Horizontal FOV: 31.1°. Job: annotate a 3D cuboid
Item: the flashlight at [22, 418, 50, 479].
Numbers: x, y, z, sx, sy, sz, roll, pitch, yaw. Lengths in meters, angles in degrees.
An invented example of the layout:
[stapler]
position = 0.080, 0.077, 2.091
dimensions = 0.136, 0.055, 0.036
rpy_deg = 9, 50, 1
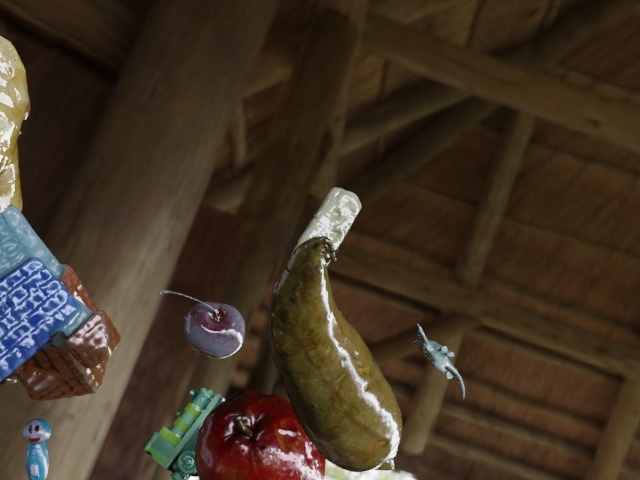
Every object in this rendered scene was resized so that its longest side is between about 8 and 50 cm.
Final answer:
[flashlight]
position = -0.521, 0.393, 2.117
dimensions = 0.051, 0.129, 0.051
rpy_deg = -1, 9, 0

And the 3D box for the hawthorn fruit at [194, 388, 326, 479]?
[hawthorn fruit]
position = -0.110, 0.355, 1.927
dimensions = 0.230, 0.210, 0.266
rpy_deg = 44, -8, 26

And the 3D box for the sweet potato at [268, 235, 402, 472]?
[sweet potato]
position = 0.012, 0.153, 1.417
dimensions = 0.130, 0.130, 0.422
rpy_deg = 9, -44, 30

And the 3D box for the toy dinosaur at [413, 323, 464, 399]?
[toy dinosaur]
position = 0.232, 0.230, 2.215
dimensions = 0.209, 0.039, 0.082
rpy_deg = 54, -11, -28

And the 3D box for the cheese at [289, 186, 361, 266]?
[cheese]
position = 0.000, 0.000, 1.892
dimensions = 0.065, 0.194, 0.043
rpy_deg = 27, -14, 11

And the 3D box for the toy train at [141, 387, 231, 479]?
[toy train]
position = -0.255, 0.388, 2.328
dimensions = 0.132, 0.200, 0.083
rpy_deg = 34, -13, 17

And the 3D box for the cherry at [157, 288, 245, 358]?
[cherry]
position = -0.245, 0.175, 2.357
dimensions = 0.188, 0.115, 0.148
rpy_deg = 15, -1, 3

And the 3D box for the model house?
[model house]
position = -0.437, 0.146, 1.717
dimensions = 0.329, 0.252, 0.295
rpy_deg = 34, -24, 32

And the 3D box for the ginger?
[ginger]
position = -0.583, -0.149, 2.021
dimensions = 0.122, 0.348, 0.363
rpy_deg = 15, -29, 25
